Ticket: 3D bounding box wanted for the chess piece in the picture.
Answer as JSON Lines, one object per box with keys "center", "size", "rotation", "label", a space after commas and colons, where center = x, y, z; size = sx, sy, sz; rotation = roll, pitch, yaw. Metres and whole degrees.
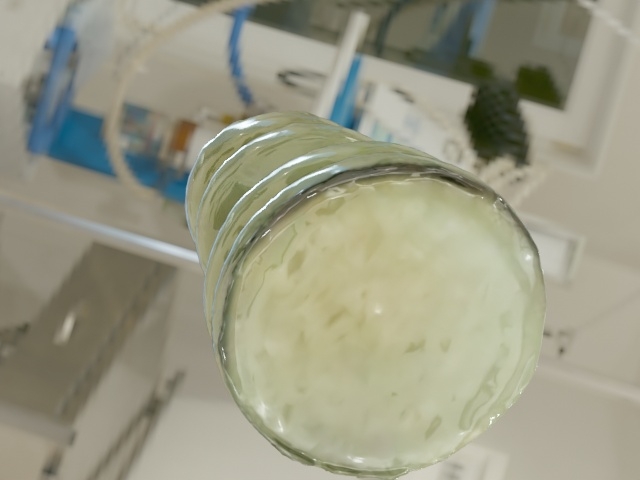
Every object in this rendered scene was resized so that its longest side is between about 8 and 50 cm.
{"center": [0.000, 0.000, 0.810], "size": [0.243, 0.133, 0.133], "rotation": [-129, -127, -70], "label": "chess piece"}
